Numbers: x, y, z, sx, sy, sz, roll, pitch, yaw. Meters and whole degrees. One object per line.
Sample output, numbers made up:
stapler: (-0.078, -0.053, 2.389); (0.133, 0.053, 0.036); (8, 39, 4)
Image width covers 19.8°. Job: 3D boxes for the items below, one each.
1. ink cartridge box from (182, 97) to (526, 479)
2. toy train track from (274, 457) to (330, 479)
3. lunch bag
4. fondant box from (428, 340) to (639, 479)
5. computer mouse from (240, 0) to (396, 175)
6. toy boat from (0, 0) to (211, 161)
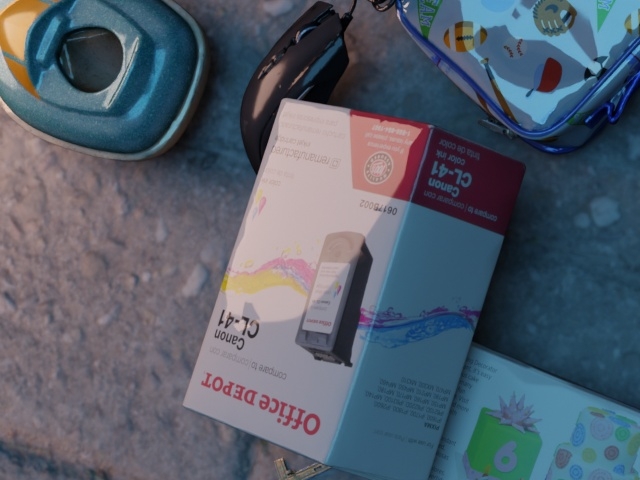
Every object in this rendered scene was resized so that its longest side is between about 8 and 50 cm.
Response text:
ink cartridge box: (0.027, 0.042, 1.637); (0.226, 0.131, 0.306); (15, 85, 50)
toy train track: (-0.019, 0.226, 1.758); (0.083, 0.014, 0.048); (-26, 74, 16)
lunch bag: (0.232, -0.232, 1.675); (0.243, 0.115, 0.303); (45, 99, 19)
fondant box: (0.157, 0.276, 1.637); (0.238, 0.096, 0.330); (22, 91, 24)
computer mouse: (-0.028, -0.197, 1.773); (0.262, 0.060, 0.184); (-57, 33, 26)
toy boat: (-0.221, -0.249, 1.837); (0.267, 0.148, 0.318); (20, 90, 23)
